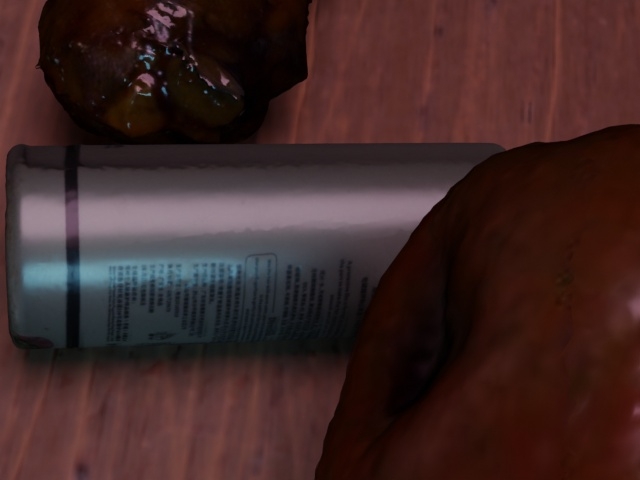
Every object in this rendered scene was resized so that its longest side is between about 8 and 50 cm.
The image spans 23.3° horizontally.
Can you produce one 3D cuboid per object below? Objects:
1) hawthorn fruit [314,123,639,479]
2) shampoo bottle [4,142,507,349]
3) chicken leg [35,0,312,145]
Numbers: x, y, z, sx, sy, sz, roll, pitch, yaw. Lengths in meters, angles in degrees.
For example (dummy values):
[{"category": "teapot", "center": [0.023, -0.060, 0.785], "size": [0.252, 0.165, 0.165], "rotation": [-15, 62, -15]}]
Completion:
[{"category": "hawthorn fruit", "center": [0.117, 0.094, 0.531], "size": [0.258, 0.258, 0.262], "rotation": [-2, 84, -10]}, {"category": "shampoo bottle", "center": [0.000, 0.000, 0.661], "size": [0.262, 0.085, 0.085], "rotation": [-1, 57, -9]}, {"category": "chicken leg", "center": [-0.026, -0.143, 0.758], "size": [0.113, 0.093, 0.304], "rotation": [31, 51, 6]}]
